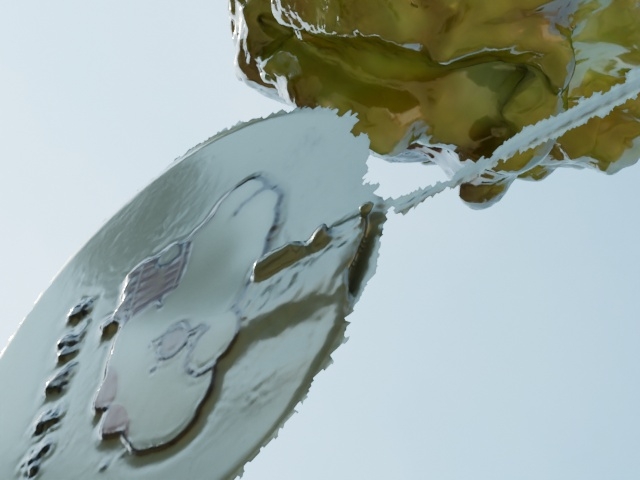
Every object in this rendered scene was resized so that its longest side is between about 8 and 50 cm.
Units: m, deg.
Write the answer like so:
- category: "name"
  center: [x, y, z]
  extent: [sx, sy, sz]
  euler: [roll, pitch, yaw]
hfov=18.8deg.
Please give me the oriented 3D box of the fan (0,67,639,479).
- category: "fan"
  center: [-0.001, -0.001, 0.582]
  extent: [0.329, 0.191, 0.009]
  euler: [-27, -57, 31]

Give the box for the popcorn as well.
- category: "popcorn"
  center: [0.092, -0.145, 1.109]
  extent: [0.282, 0.282, 0.247]
  euler: [39, -70, 16]
